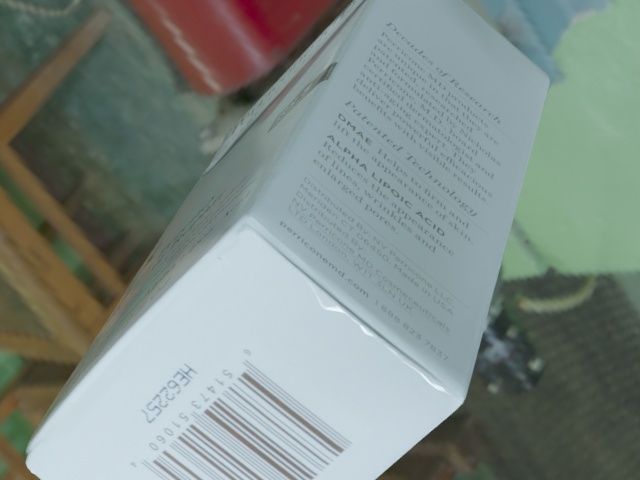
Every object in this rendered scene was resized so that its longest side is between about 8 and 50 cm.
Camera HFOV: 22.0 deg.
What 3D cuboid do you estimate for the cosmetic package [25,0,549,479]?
[{"bbox_3d":[0.000,0.000,0.551,0.085,0.231,0.117,40,119,-10],"label":"cosmetic package"}]
